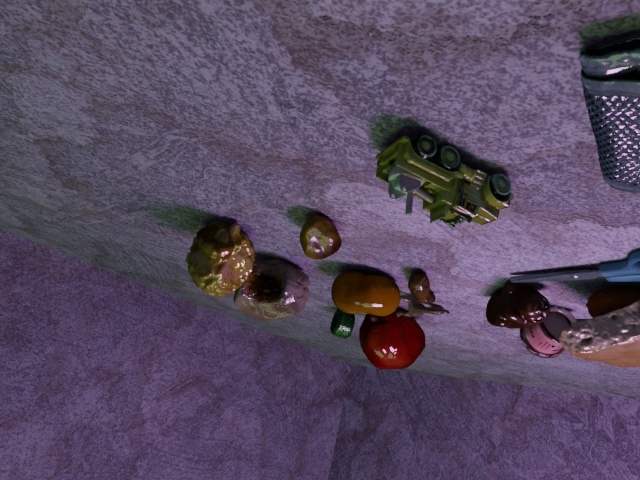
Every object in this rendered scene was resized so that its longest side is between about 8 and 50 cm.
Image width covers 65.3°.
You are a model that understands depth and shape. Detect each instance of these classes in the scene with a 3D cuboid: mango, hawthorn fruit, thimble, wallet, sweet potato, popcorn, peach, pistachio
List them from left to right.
[{"bbox_3d":[-0.327,0.051,1.627,0.212,0.259,0.259,19,166,36],"label":"popcorn"},{"bbox_3d":[-0.002,0.002,1.404,0.100,0.110,0.189,42,168,17],"label":"pistachio"},{"bbox_3d":[0.105,0.384,2.333,0.090,0.130,0.118,18,141,-12],"label":"thimble"},{"bbox_3d":[0.161,0.190,1.753,0.251,0.153,0.251,9,176,1],"label":"peach"},{"bbox_3d":[0.279,0.399,2.090,0.265,0.265,0.307,-3,146,40],"label":"hawthorn fruit"},{"bbox_3d":[0.340,0.170,1.678,0.075,0.075,0.273,6,161,21],"label":"sweet potato"},{"bbox_3d":[0.792,0.161,1.326,0.159,0.084,0.105,-26,141,29],"label":"mango"},{"bbox_3d":[0.506,-0.156,0.686,0.237,0.075,0.342,3,158,37],"label":"wallet"}]

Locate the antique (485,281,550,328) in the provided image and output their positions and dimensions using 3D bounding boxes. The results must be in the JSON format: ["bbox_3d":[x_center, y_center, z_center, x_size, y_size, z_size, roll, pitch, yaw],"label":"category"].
[{"bbox_3d":[0.611,0.211,1.529,0.143,0.121,0.257,9,161,6],"label":"antique"}]

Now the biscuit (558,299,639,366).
[{"bbox_3d":[0.900,0.247,1.296,0.446,0.104,0.429,23,139,-34],"label":"biscuit"}]

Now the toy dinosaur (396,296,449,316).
[{"bbox_3d":[0.374,0.248,1.839,0.199,0.072,0.251,5,163,15],"label":"toy dinosaur"}]

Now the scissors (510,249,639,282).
[{"bbox_3d":[0.687,0.085,1.265,0.192,0.029,0.447,28,155,-33],"label":"scissors"}]

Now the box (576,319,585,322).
[{"bbox_3d":[0.943,0.306,1.668,0.162,0.042,0.229,29,155,-34],"label":"box"}]

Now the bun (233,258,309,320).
[{"bbox_3d":[-0.175,0.175,1.857,0.281,0.205,0.282,8,146,6],"label":"bun"}]

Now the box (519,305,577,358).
[{"bbox_3d":[0.747,0.292,1.621,0.151,0.151,0.135,13,153,4],"label":"box"}]

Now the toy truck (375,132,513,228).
[{"bbox_3d":[0.231,-0.091,0.955,0.259,0.135,0.128,18,161,-21],"label":"toy truck"}]
